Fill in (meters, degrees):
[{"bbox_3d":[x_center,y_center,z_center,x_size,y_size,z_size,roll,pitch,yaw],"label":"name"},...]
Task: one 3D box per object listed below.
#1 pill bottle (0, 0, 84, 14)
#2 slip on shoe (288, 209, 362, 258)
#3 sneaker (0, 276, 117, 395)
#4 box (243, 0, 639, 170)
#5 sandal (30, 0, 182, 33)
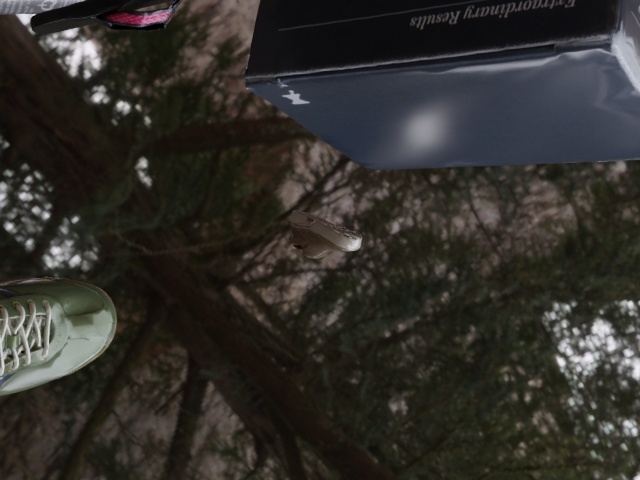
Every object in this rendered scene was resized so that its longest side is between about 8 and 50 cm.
[{"bbox_3d":[-0.392,-0.341,1.038,0.318,0.176,0.176,-7,-157,-26],"label":"pill bottle"},{"bbox_3d":[0.000,0.000,0.955,0.135,0.051,0.041,24,-83,62],"label":"slip on shoe"},{"bbox_3d":[-0.183,0.059,0.476,0.192,0.064,0.086,-6,-174,-36],"label":"sneaker"},{"bbox_3d":[0.143,-0.277,0.763,0.293,0.212,0.395,1,-106,34],"label":"box"},{"bbox_3d":[-0.187,-0.217,0.900,0.179,0.040,0.067,-17,-178,-5],"label":"sandal"}]
